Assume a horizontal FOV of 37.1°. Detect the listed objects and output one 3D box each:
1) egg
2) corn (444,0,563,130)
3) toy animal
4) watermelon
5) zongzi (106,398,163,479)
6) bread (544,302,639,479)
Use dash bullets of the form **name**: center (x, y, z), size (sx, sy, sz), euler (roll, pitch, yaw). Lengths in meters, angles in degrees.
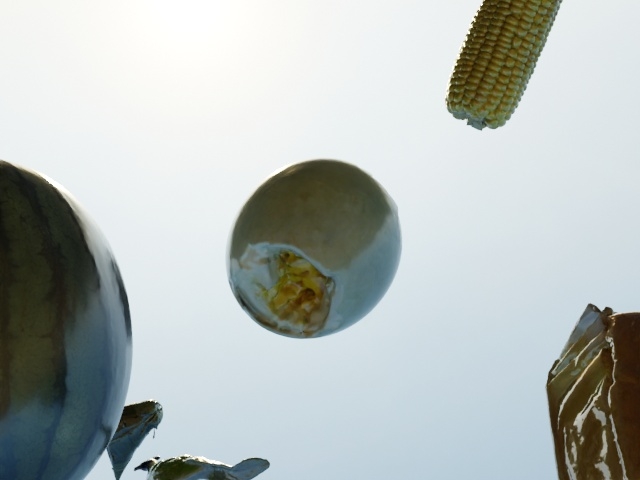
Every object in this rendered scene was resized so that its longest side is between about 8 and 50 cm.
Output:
- **egg**: center (0.000, 0.000, 1.561), size (0.279, 0.278, 0.336), euler (0, -149, 24)
- **corn**: center (0.227, -0.252, 1.144), size (0.093, 0.244, 0.093), euler (23, 179, 0)
- **toy animal**: center (-0.139, 0.255, 0.994), size (0.217, 0.041, 0.075), euler (-13, -150, 48)
- **watermelon**: center (-0.314, 0.077, 0.865), size (0.279, 0.359, 0.279), euler (-8, 165, -2)
- **zongzi**: center (-0.285, 0.310, 1.486), size (0.109, 0.119, 0.055), euler (-15, -170, 6)
- **bread**: center (0.242, 0.161, 0.646), size (0.136, 0.107, 0.241), euler (15, -134, -14)
